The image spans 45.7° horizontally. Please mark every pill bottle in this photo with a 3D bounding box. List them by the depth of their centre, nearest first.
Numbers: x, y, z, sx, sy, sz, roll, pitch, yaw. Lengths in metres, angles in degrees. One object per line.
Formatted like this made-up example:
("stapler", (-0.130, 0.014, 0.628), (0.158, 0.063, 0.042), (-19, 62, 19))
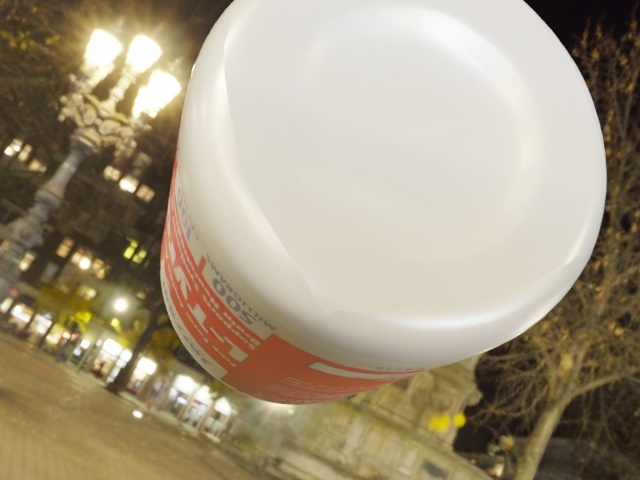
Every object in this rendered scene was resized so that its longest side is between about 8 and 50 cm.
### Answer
("pill bottle", (0.000, 0.000, 0.560), (0.229, 0.229, 0.408), (29, -21, -4))
